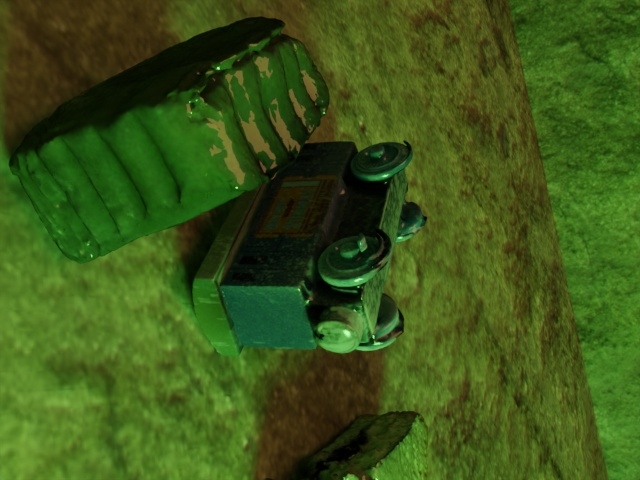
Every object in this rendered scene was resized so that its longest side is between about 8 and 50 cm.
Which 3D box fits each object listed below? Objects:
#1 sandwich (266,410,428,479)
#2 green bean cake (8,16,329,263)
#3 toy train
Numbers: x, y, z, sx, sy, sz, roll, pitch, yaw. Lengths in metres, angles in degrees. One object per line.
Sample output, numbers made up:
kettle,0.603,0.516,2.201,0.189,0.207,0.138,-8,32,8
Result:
sandwich,0.041,0.291,0.881,0.254,0.099,0.289,50,38,-39
green bean cake,-0.115,-0.094,0.655,0.125,0.227,0.222,66,30,-20
toy train,0.000,0.000,0.847,0.300,0.201,0.131,-69,152,-47
